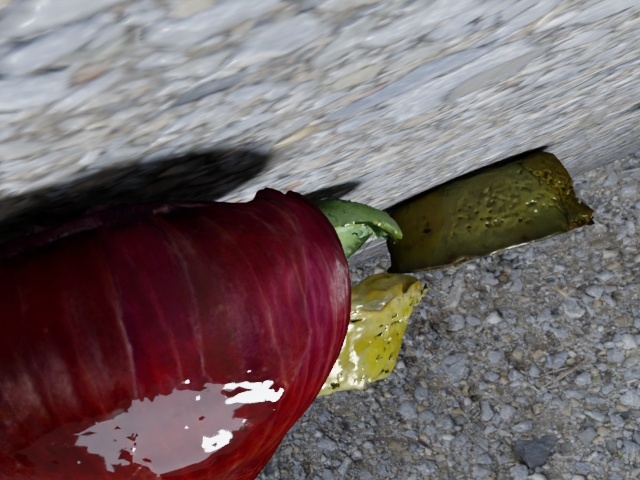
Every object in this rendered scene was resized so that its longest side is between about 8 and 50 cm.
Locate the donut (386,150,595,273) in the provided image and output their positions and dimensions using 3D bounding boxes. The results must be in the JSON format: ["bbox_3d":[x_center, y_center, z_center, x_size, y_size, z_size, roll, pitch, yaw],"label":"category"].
[{"bbox_3d":[0.200,-0.033,1.139,0.272,0.107,0.272,-16,178,-1],"label":"donut"}]

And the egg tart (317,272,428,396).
[{"bbox_3d":[-0.018,0.133,1.101,0.345,0.132,0.345,-17,174,-2],"label":"egg tart"}]

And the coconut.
[{"bbox_3d":[-0.002,-0.004,0.731,0.133,0.055,0.158,-22,175,23],"label":"coconut"}]

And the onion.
[{"bbox_3d":[-0.096,0.058,0.459,0.248,0.161,0.248,-29,160,-11],"label":"onion"}]
